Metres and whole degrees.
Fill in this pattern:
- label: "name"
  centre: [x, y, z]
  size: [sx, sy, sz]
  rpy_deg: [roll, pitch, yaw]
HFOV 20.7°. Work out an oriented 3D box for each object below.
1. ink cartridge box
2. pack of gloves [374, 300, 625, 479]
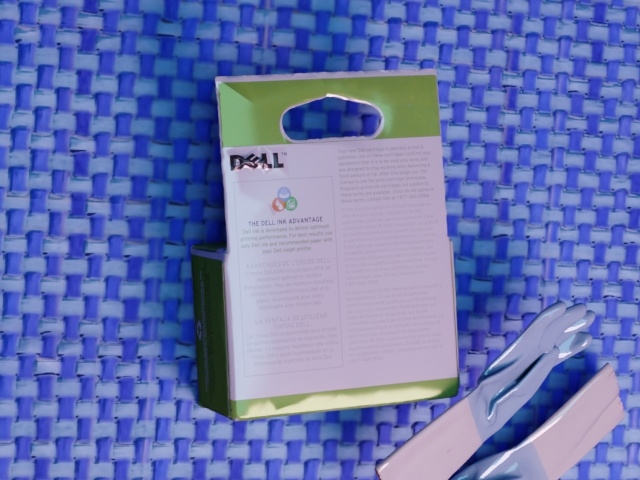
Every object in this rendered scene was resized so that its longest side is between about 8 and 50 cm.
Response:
- label: "ink cartridge box"
  centre: [0.000, 0.000, 1.354]
  size: [0.189, 0.097, 0.255]
  rpy_deg: [-4, 93, -20]
- label: "pack of gloves"
  centre: [0.139, 0.153, 1.417]
  size: [0.232, 0.046, 0.195]
  rpy_deg: [-40, 138, -16]
